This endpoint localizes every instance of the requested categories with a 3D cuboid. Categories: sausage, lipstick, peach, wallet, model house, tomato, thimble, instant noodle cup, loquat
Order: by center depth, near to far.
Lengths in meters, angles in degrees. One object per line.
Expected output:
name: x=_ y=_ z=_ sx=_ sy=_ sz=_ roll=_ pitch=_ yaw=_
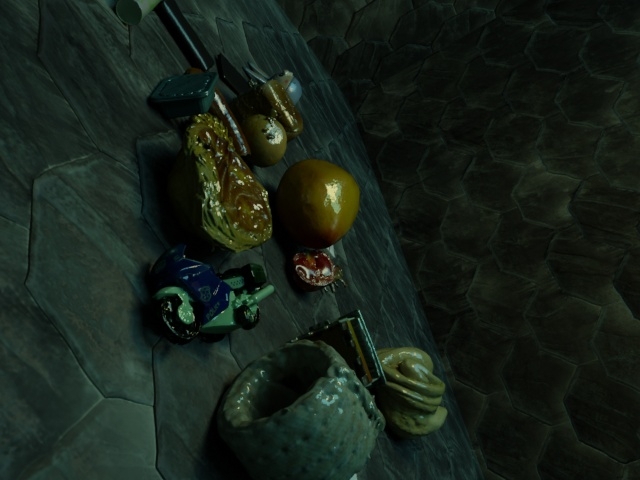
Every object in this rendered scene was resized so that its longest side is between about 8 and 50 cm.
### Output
thimble: x=-0.038 y=0.337 z=1.017 sx=0.195 sy=0.292 sz=0.291 roll=59 pitch=18 yaw=-20
instant noodle cup: x=-0.348 y=-0.379 z=1.373 sx=0.179 sy=0.157 sz=0.070 roll=-88 pitch=171 yaw=-55
model house: x=0.051 y=0.325 z=1.430 sx=0.215 sy=0.199 sz=0.224 roll=4 pitch=62 yaw=-64
lipstick: x=-0.493 y=-0.680 z=1.465 sx=0.076 sy=0.076 sz=0.304 roll=53 pitch=22 yaw=-32
sausage: x=-0.307 y=-0.377 z=1.571 sx=0.302 sy=0.076 sz=0.103 roll=59 pitch=14 yaw=-16
tomato: x=-0.038 y=0.104 z=1.669 sx=0.159 sy=0.091 sz=0.139 roll=-11 pitch=63 yaw=-44
wallet: x=-0.423 y=-0.648 z=1.674 sx=0.250 sy=0.044 sz=0.149 roll=56 pitch=15 yaw=-23
loquat: x=-0.188 y=-0.327 z=1.682 sx=0.172 sy=0.204 sz=0.150 roll=39 pitch=26 yaw=26
peach: x=-0.021 y=-0.116 z=1.732 sx=0.289 sy=0.289 sz=0.307 roll=51 pitch=54 yaw=-36
wallet: x=-0.302 y=-0.580 z=1.950 sx=0.244 sy=0.025 sz=0.124 roll=37 pitch=32 yaw=-58

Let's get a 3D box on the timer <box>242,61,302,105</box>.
timer: x=-0.182 y=-0.662 z=2.187 sx=0.255 sy=0.176 sz=0.175 roll=56 pitch=19 yaw=-21

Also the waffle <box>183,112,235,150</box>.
waffle: x=-0.302 y=-0.264 z=1.454 sx=0.197 sy=0.070 sz=0.193 roll=62 pitch=17 yaw=-16

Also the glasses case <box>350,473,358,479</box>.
glasses case: x=0.027 y=0.554 z=1.296 sx=0.103 sy=0.070 sz=0.193 roll=17 pitch=46 yaw=-30

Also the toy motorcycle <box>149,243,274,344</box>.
toy motorcycle: x=-0.230 y=0.107 z=1.073 sx=0.331 sy=0.125 sz=0.196 roll=5 pitch=62 yaw=-65

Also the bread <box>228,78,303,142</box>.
bread: x=-0.184 y=-0.442 z=1.818 sx=0.246 sy=0.196 sz=0.176 roll=60 pitch=22 yaw=-16

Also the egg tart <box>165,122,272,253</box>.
egg tart: x=-0.245 y=-0.108 z=1.256 sx=0.340 sy=0.153 sz=0.351 roll=28 pitch=39 yaw=-63

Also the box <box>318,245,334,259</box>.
box: x=0.001 y=0.000 z=1.996 sx=0.154 sy=0.040 sz=0.083 roll=51 pitch=20 yaw=-39

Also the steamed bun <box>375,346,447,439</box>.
steamed bun: x=0.326 y=0.534 z=1.898 sx=0.372 sy=0.231 sz=0.325 roll=62 pitch=14 yaw=0

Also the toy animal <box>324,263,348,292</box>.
toy animal: x=0.038 y=0.137 z=1.903 sx=0.099 sy=0.057 sz=0.241 roll=62 pitch=18 yaw=14
